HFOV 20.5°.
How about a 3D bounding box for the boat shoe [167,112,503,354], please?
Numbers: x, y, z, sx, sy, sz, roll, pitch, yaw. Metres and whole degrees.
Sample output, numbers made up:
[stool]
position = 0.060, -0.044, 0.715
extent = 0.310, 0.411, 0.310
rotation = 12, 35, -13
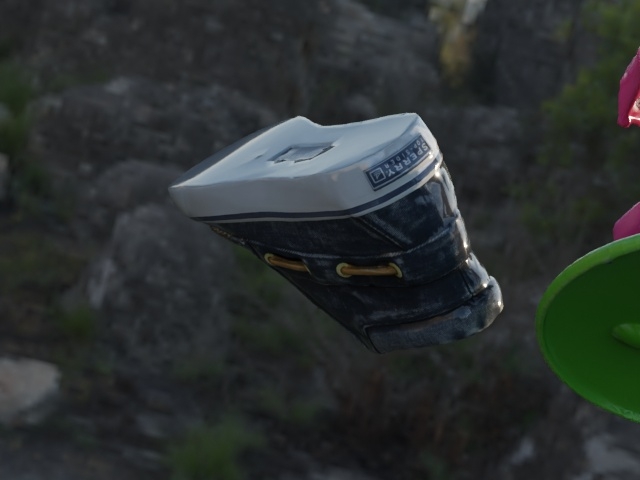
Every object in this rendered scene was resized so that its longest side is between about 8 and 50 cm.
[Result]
[boat shoe]
position = 0.000, 0.000, 0.708
extent = 0.065, 0.083, 0.183
rotation = -33, 16, -21

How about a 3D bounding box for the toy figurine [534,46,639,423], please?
[toy figurine]
position = 0.170, -0.020, 0.652
extent = 0.173, 0.159, 0.130
rotation = 21, -35, -14
